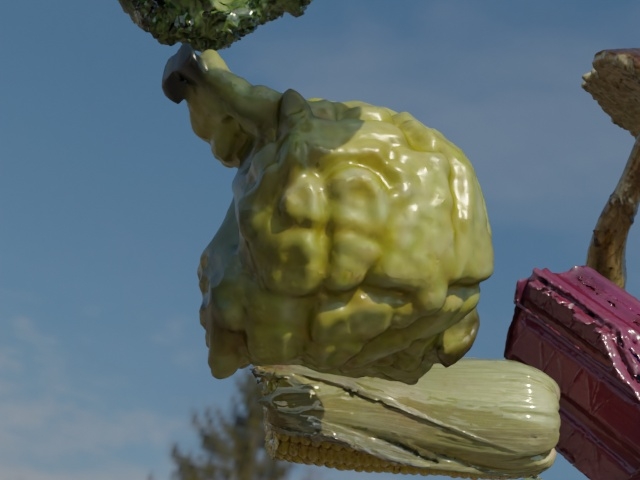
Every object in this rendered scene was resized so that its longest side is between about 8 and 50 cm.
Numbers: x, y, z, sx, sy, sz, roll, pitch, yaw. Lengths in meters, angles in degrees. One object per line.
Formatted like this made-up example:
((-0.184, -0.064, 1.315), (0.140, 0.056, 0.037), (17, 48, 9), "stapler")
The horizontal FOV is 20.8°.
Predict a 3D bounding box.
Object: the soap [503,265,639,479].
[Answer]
((0.288, 0.148, 1.749), (0.099, 0.162, 0.250), (-1, 25, -31), "soap")

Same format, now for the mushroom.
((0.407, -0.081, 2.091), (0.208, 0.301, 0.233), (-3, -18, 23), "mushroom")

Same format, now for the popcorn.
((0.008, 0.000, 1.453), (0.237, 0.293, 0.293), (-1, -9, -33), "popcorn")

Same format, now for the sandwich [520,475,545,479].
((0.343, 0.409, 2.041), (0.325, 0.131, 0.262), (37, -1, 0), "sandwich")

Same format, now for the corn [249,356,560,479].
((0.081, 0.166, 1.686), (0.305, 0.123, 0.122), (4, -13, -4), "corn")

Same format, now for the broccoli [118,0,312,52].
((-0.143, -0.354, 1.945), (0.288, 0.235, 0.260), (-10, -45, -22), "broccoli")
